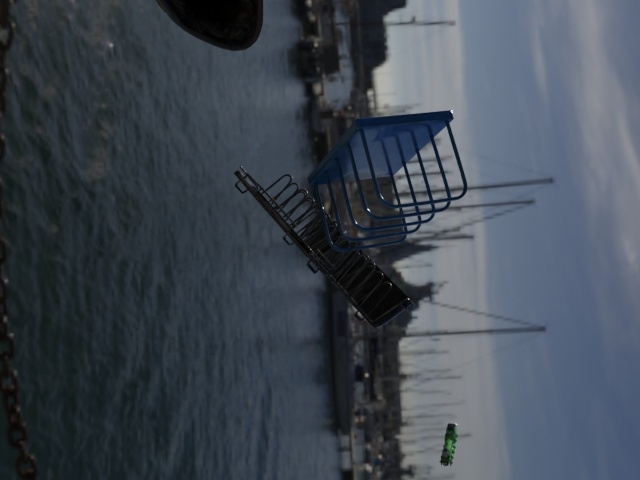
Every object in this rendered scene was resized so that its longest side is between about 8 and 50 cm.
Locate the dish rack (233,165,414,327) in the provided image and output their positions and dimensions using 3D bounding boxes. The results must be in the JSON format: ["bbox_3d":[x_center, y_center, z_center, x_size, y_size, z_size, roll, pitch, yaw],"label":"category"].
[{"bbox_3d":[0.000,0.000,1.087,0.208,0.074,0.271,45,-2,37],"label":"dish rack"}]

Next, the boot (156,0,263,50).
[{"bbox_3d":[-0.084,-0.180,0.500,0.208,0.076,0.189,46,5,36],"label":"boot"}]

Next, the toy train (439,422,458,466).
[{"bbox_3d":[0.171,0.270,1.095,0.083,0.017,0.023,-49,139,-67],"label":"toy train"}]

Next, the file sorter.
[{"bbox_3d":[0.076,-0.064,0.950,0.170,0.118,0.104,136,-58,-64],"label":"file sorter"}]
